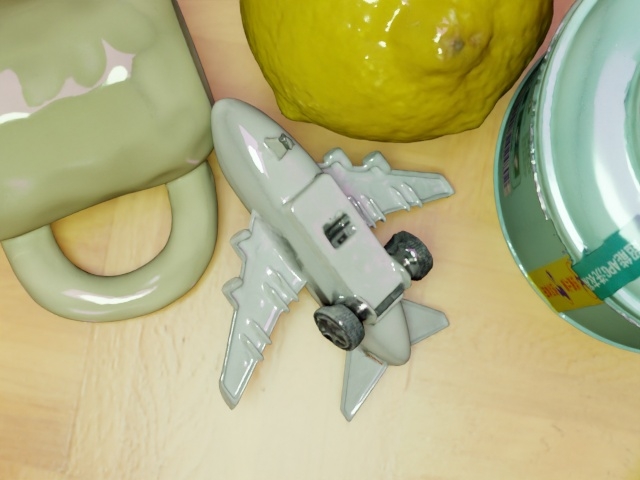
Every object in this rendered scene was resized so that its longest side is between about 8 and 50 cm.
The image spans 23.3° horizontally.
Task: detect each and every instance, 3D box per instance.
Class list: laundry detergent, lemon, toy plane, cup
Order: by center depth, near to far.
[{"bbox_3d":[0.275,-0.060,1.069,0.287,0.305,0.287,0,86,0],"label":"laundry detergent"},{"bbox_3d":[0.051,-0.186,1.105,0.234,0.288,0.233,-5,121,-8],"label":"lemon"},{"bbox_3d":[0.003,0.001,1.129,0.251,0.101,0.255,-43,114,-24],"label":"toy plane"},{"bbox_3d":[-0.175,-0.069,1.140,0.202,0.173,0.255,-20,85,1],"label":"cup"}]
